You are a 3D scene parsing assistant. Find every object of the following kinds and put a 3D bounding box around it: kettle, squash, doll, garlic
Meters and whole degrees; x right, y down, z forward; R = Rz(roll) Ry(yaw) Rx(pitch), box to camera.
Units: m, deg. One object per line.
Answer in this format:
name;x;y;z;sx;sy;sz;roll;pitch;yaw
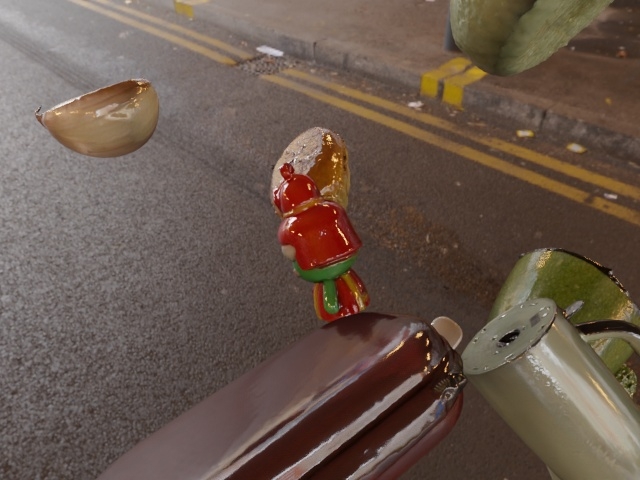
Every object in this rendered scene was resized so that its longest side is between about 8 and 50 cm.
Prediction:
kettle;0.365;0.213;0.698;0.255;0.240;0.165;50;20;2
squash;0.461;0.222;1.058;0.309;0.310;0.310;-37;50;-21
doll;-0.001;0.001;1.057;0.160;0.362;0.182;-24;7;21
garlic;-0.374;-0.205;0.833;0.207;0.128;0.115;-16;0;-14

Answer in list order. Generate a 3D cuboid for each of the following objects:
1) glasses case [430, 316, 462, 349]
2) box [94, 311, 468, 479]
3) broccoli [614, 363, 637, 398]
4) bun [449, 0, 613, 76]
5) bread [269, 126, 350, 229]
glasses case;0.287;0.309;1.325;0.092;0.059;0.233;39;94;23
box;-0.046;0.206;0.500;0.404;0.108;0.263;-28;8;-22
broccoli;0.697;0.303;1.354;0.254;0.186;0.302;0;38;16
bun;0.187;-0.239;0.410;0.196;0.195;0.118;-28;77;-30
bread;-0.022;-0.175;1.360;0.236;0.183;0.388;-23;36;11
